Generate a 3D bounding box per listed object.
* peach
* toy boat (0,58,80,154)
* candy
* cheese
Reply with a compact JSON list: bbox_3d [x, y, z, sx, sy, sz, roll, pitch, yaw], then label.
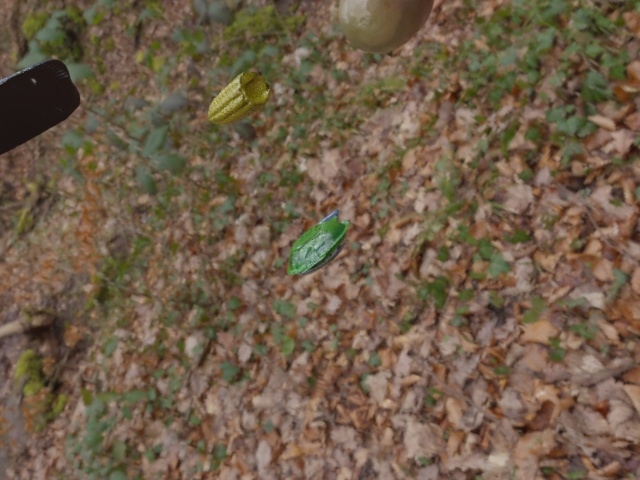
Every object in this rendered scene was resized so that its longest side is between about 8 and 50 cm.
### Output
[{"bbox_3d":[0.189,-0.667,2.160,0.292,0.292,0.247,-45,74,37],"label":"peach"},{"bbox_3d":[-0.668,-0.280,1.652,0.092,0.134,0.299,16,42,43],"label":"toy boat"},{"bbox_3d":[-0.222,-0.350,1.985,0.198,0.106,0.094,-27,81,45],"label":"candy"},{"bbox_3d":[0.000,0.000,1.997,0.203,0.083,0.320,-36,13,19],"label":"cheese"}]
